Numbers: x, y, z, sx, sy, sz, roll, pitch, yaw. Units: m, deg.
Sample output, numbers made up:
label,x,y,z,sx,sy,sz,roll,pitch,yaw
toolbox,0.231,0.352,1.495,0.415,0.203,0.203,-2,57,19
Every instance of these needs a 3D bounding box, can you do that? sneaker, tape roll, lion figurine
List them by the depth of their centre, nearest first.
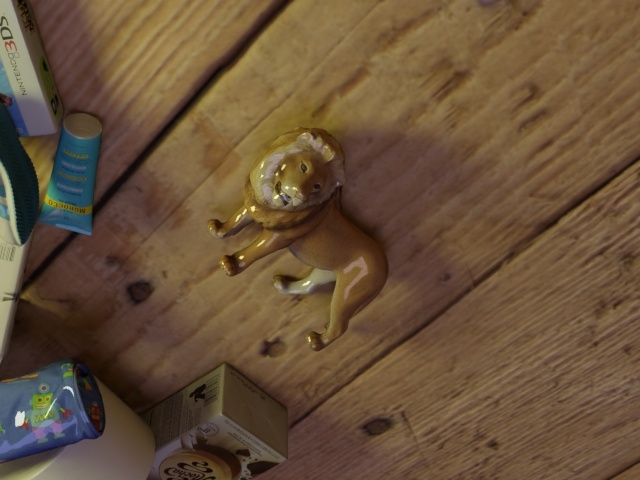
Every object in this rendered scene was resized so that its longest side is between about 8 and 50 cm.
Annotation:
label,x,y,z,sx,sy,sz,roll,pitch,yaw
sneaker,-0.441,-0.090,1.324,0.092,0.087,0.229,-3,128,11
lion figurine,0.000,0.000,1.461,0.240,0.142,0.392,-33,138,15
tape roll,-0.420,0.348,1.653,0.246,0.246,0.169,-25,126,19

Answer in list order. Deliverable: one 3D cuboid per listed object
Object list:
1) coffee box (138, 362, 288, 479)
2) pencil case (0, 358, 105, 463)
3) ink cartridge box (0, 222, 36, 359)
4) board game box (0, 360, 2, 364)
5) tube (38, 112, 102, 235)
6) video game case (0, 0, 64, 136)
label,x,y,z,sx,sy,sz,roll,pitch,yaw
coffee box,-0.221,0.362,1.749,0.297,0.119,0.168,-33,124,24
pencil case,-0.477,0.263,1.485,0.306,0.119,0.133,-13,88,-2
ink cartridge box,-0.506,0.050,1.431,0.158,0.092,0.218,13,89,-11
board game box,-0.591,0.215,1.603,0.142,0.144,0.275,16,129,-16
tube,-0.351,-0.088,1.421,0.080,0.052,0.207,19,134,-5
video game case,-0.494,-0.238,1.279,0.269,0.061,0.244,-5,129,4
